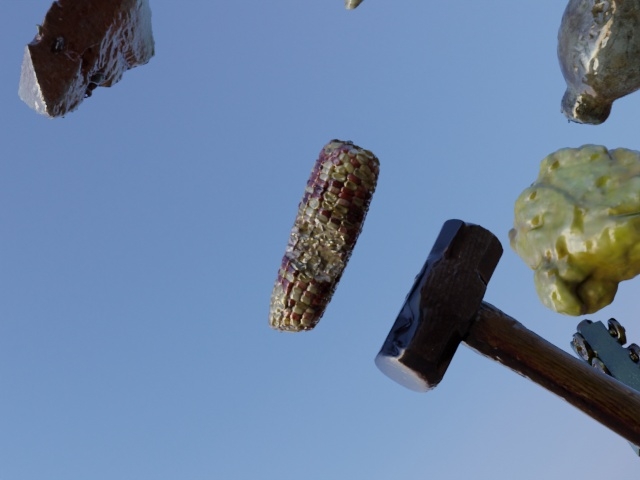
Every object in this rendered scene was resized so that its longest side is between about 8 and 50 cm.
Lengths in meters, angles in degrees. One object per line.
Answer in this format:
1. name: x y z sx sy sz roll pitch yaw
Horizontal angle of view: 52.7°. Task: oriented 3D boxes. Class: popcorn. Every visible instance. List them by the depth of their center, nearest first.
1. popcorn: 0.544 -0.035 1.303 0.334 0.293 0.292 -55 -4 29

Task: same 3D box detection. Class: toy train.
1. toy train: 0.501 0.234 1.078 0.090 0.226 0.137 -21 -53 2

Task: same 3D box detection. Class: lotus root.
1. lotus root: 0.413 -0.312 0.828 0.175 0.175 0.350 13 -73 -47

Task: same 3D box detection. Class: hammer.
1. hammer: 0.292 0.155 0.837 0.242 0.408 0.095 -54 -15 -28

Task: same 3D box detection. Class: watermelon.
1. watermelon: -0.295 -0.250 0.808 0.154 0.094 0.241 113 -178 -55

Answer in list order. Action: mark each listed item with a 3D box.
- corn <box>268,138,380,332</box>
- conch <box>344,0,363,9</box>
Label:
1. corn: 0.000 0.000 0.909 0.098 0.098 0.290 19 -86 -48
2. conch: 0.067 -0.402 0.567 0.169 0.203 0.386 -2 -58 -7
